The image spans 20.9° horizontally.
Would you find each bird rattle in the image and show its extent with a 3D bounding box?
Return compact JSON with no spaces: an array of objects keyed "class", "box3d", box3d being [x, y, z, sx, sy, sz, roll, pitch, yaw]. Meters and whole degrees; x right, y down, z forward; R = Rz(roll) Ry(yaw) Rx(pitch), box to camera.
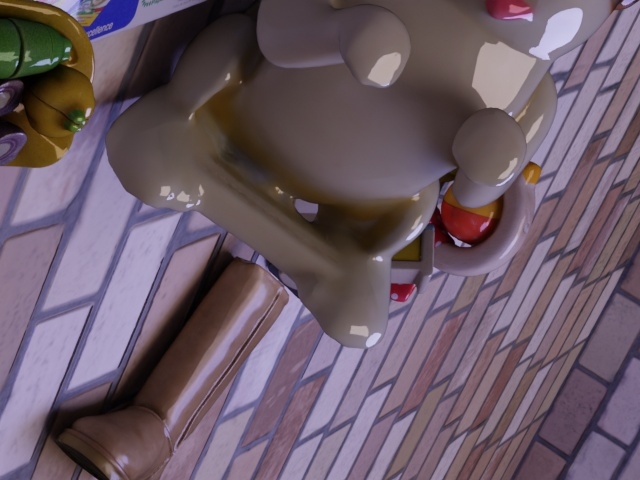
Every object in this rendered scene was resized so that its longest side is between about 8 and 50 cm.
[{"class":"bird rattle","box3d":[0.149,-0.041,2.027,0.143,0.207,0.253,27,87,-53]}]

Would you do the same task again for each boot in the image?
[{"class":"boot","box3d":[-0.143,0.129,1.742,0.269,0.089,0.236,-54,171,-10]}]

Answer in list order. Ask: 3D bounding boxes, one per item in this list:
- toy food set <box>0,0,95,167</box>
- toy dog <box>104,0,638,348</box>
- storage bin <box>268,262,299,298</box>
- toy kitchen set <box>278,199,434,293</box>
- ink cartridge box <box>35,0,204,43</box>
[{"class":"toy food set","box3d":[-0.227,-0.085,1.082,0.218,0.071,0.128,2,126,-39]},{"class":"toy dog","box3d":[0.091,-0.169,1.405,0.408,0.284,0.395,-43,-171,33]},{"class":"storage bin","box3d":[0.000,0.000,1.888,0.135,0.098,0.091,-49,-173,-23]},{"class":"toy kitchen set","box3d":[0.045,-0.048,1.749,0.207,0.166,0.122,103,-13,-58]},{"class":"ink cartridge box","box3d":[-0.117,-0.282,1.176,0.304,0.072,0.307,-30,146,-50]}]
